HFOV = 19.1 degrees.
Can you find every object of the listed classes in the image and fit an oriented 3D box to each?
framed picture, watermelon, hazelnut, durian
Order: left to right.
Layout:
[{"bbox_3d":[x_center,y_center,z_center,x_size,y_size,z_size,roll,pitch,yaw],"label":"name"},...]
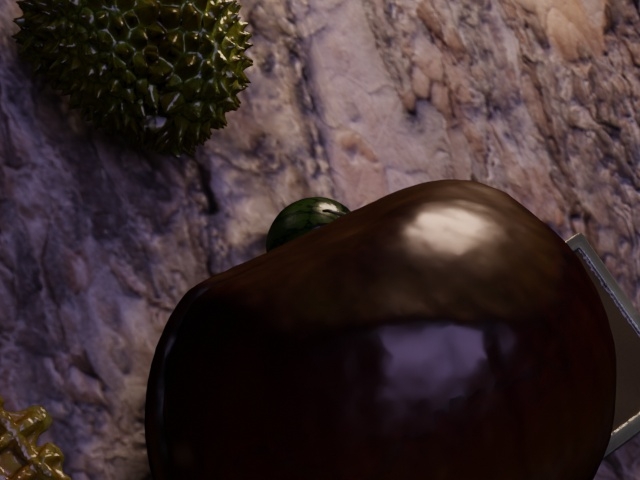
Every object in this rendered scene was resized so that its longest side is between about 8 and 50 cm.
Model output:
[{"bbox_3d":[-0.169,-0.191,1.838,0.237,0.176,0.200,41,76,-17],"label":"durian"},{"bbox_3d":[0.000,0.004,1.863,0.109,0.109,0.109,10,63,-21],"label":"watermelon"},{"bbox_3d":[0.070,0.145,1.668,0.429,0.402,0.402,-22,78,-35],"label":"hazelnut"},{"bbox_3d":[0.241,0.133,1.973,0.274,0.017,0.217,-28,82,-33],"label":"framed picture"}]

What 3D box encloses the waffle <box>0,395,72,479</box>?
[{"bbox_3d":[-0.328,0.220,1.633,0.243,0.059,0.237,13,62,-19],"label":"waffle"}]
